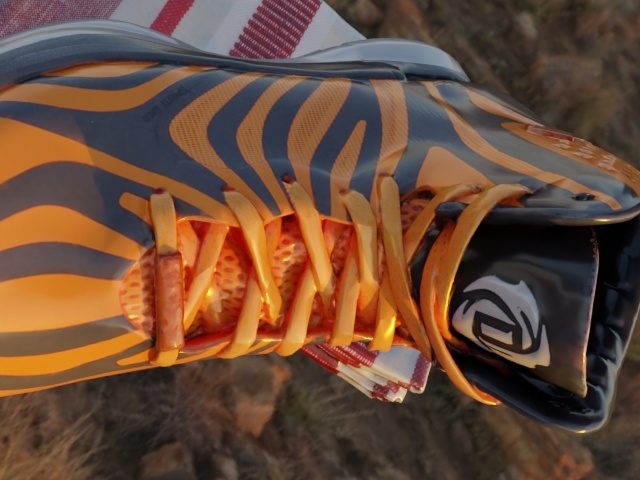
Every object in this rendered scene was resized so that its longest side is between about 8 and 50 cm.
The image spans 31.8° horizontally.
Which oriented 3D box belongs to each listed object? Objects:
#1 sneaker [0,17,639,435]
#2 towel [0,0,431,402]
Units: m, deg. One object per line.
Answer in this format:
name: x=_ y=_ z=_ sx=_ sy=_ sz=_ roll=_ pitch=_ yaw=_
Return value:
sneaker: x=0.000 y=0.000 z=0.382 sx=0.321 sy=0.124 sz=0.180 roll=-18 pitch=34 yaw=-36
towel: x=-0.041 y=-0.076 z=0.690 sx=0.329 sy=0.037 sz=0.237 roll=37 pitch=49 yaw=-14
